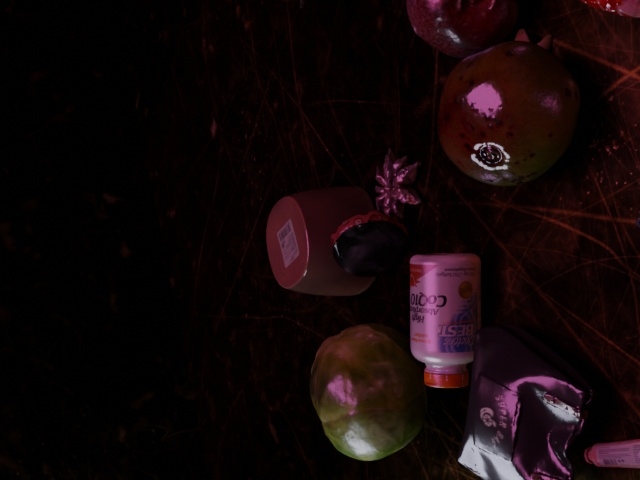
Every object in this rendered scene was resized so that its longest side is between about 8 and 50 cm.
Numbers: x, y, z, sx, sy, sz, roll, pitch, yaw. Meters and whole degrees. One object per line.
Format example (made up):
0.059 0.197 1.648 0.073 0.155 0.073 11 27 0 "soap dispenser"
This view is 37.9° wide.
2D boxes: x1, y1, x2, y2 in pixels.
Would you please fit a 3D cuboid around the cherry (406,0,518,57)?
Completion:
0.288 -0.490 1.942 0.300 0.230 0.203 -114 48 -79 "cherry"

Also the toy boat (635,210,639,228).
0.598 -0.066 1.601 0.055 0.060 0.141 61 136 41 "toy boat"

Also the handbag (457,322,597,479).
0.410 0.362 1.845 0.288 0.152 0.343 22 111 56 "handbag"

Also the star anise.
0.182 -0.124 2.292 0.195 0.065 0.183 31 119 50 "star anise"

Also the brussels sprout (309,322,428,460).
0.113 0.344 2.230 0.355 0.281 0.289 -131 20 -70 "brussels sprout"

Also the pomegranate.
0.380 -0.254 1.822 0.290 0.323 0.291 16 121 28 "pomegranate"

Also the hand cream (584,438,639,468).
0.569 0.385 1.688 0.209 0.043 0.067 -20 77 53 "hand cream"

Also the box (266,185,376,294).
0.000 0.000 2.463 0.301 0.216 0.301 -2 87 60 "box"

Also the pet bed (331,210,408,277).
0.120 0.010 2.285 0.054 0.201 0.201 -101 29 -44 "pet bed"

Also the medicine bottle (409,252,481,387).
0.276 0.174 2.054 0.157 0.156 0.289 1 92 59 "medicine bottle"

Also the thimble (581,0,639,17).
0.519 -0.466 1.610 0.189 0.163 0.125 48 133 47 "thimble"

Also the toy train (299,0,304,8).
0.025 -0.804 2.438 0.249 0.178 0.430 38 123 39 "toy train"
